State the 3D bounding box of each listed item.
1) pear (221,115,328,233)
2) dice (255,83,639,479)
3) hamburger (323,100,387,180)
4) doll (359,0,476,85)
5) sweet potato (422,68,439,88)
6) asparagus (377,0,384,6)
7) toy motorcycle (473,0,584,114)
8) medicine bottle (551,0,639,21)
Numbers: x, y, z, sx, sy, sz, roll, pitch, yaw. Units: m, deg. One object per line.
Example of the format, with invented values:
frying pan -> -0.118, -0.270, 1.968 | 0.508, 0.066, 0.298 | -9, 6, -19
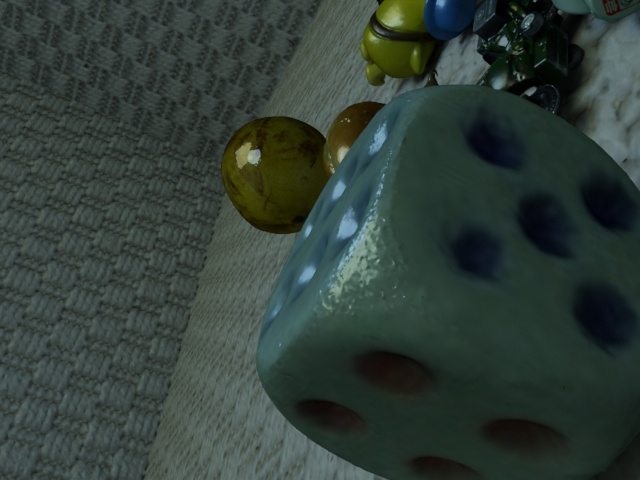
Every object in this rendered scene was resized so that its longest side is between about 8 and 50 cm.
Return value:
pear -> -0.096, -0.154, 1.687 | 0.280, 0.281, 0.280 | -58, 17, 30
dice -> 0.113, 0.049, 0.626 | 0.268, 0.263, 0.264 | -52, 14, 53
hamburger -> 0.081, -0.156, 1.290 | 0.144, 0.157, 0.283 | -56, 17, 35
doll -> 0.171, -0.415, 1.357 | 0.363, 0.145, 0.199 | -26, 79, 64
sweet potato -> 0.167, -0.135, 1.135 | 0.075, 0.075, 0.269 | 153, 127, -67
asparagus -> 0.236, -0.625, 1.515 | 0.382, 0.128, 0.108 | -33, 73, 63
toy motorcycle -> 0.234, -0.203, 0.913 | 0.187, 0.125, 0.274 | -33, 34, 49
medicine bottle -> 0.317, -0.331, 0.836 | 0.121, 0.083, 0.229 | -26, 32, 21
